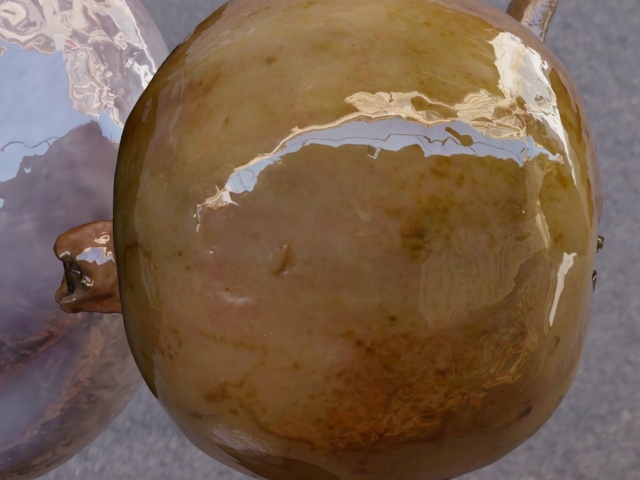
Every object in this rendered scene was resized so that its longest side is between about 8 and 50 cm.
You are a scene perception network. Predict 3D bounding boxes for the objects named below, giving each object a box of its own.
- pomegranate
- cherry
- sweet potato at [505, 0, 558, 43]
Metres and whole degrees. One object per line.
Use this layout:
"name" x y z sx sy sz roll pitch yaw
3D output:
"pomegranate" 0.000 0.000 0.806 0.270 0.252 0.229 0 22 9
"cherry" -0.219 -0.019 0.987 0.335 0.291 0.326 -38 68 4
"sweet potato" 0.186 -0.121 1.876 0.109 0.109 0.385 30 77 0
